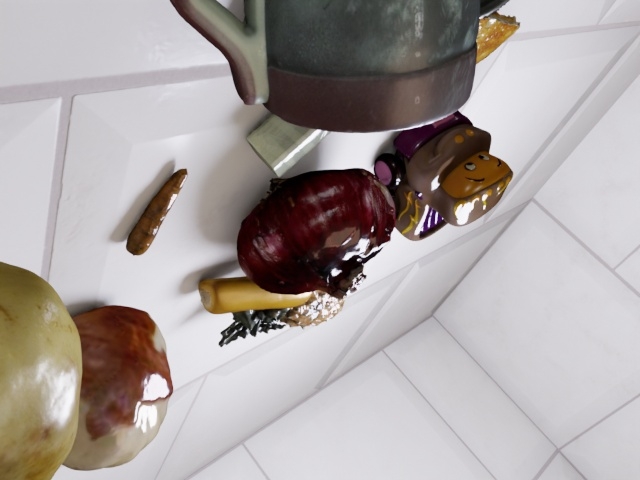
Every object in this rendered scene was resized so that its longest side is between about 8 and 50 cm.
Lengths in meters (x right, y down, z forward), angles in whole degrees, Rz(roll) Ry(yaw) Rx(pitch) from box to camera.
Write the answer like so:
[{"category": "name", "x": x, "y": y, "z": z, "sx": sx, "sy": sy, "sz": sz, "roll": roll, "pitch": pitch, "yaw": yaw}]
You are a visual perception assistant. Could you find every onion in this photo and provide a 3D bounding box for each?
[{"category": "onion", "x": 0.000, "y": 0.000, "z": 1.099, "sx": 0.314, "sy": 0.232, "sz": 0.314, "roll": -24, "pitch": 170, "yaw": -4}]

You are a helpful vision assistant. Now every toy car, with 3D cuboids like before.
[{"category": "toy car", "x": 0.275, "y": -0.121, "z": 1.355, "sx": 0.271, "sy": 0.240, "sz": 0.341, "roll": -30, "pitch": 154, "yaw": -25}]

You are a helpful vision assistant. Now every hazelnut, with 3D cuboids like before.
[{"category": "hazelnut", "x": -0.368, "y": 0.228, "z": 0.961, "sx": 0.241, "sy": 0.261, "sz": 0.261, "roll": 30, "pitch": 110, "yaw": -36}]

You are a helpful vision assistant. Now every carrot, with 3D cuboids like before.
[{"category": "carrot", "x": -0.237, "y": -0.041, "z": 0.869, "sx": 0.165, "sy": 0.035, "sz": 0.035, "roll": -53, "pitch": 157, "yaw": 22}]

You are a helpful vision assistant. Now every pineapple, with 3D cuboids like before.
[{"category": "pineapple", "x": -0.099, "y": 0.144, "z": 1.364, "sx": 0.340, "sy": 0.169, "sz": 0.169, "roll": -17, "pitch": 149, "yaw": -38}]

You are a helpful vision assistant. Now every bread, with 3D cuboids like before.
[{"category": "bread", "x": -0.128, "y": 0.105, "z": 1.210, "sx": 0.239, "sy": 0.074, "sz": 0.092, "roll": -2, "pitch": 179, "yaw": -32}]

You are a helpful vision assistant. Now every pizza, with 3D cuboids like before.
[{"category": "pizza", "x": 0.273, "y": -0.380, "z": 1.087, "sx": 0.201, "sy": 0.053, "sz": 0.193, "roll": -31, "pitch": 162, "yaw": 2}]

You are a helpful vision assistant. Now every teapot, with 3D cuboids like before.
[{"category": "teapot", "x": 0.004, "y": -0.282, "z": 0.568, "sx": 0.315, "sy": 0.233, "sz": 0.312, "roll": -15, "pitch": 124, "yaw": -19}, {"category": "teapot", "x": -0.012, "y": -0.187, "z": 0.928, "sx": 0.200, "sy": 0.077, "sz": 0.107, "roll": -42, "pitch": 166, "yaw": -1}]

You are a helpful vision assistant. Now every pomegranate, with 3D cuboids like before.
[{"category": "pomegranate", "x": -0.398, "y": 0.159, "z": 0.584, "sx": 0.332, "sy": 0.332, "sz": 0.332, "roll": -36, "pitch": 159, "yaw": -16}]

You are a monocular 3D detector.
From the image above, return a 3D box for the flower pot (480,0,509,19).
[{"category": "flower pot", "x": 0.159, "y": -0.381, "z": 0.695, "sx": 0.140, "sy": 0.235, "sz": 0.235, "roll": -55, "pitch": 174, "yaw": -45}]
